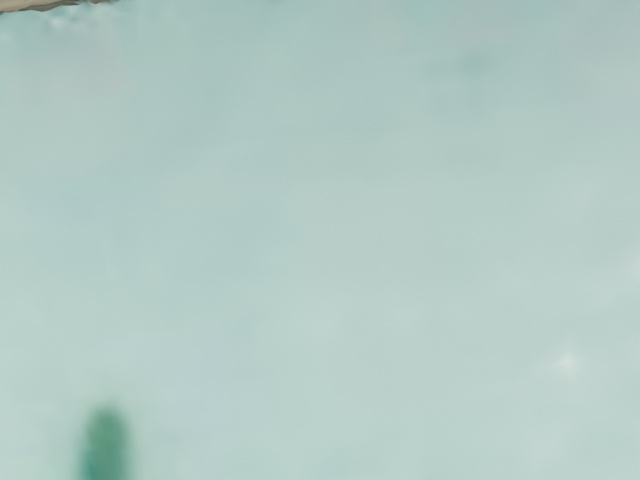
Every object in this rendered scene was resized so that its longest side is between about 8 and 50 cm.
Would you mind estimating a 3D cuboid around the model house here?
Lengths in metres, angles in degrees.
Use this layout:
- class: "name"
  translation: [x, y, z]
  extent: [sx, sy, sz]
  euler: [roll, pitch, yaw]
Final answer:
- class: "model house"
  translation: [0.000, 0.000, 0.505]
  extent: [0.252, 0.294, 0.329]
  euler: [-9, -153, 4]
